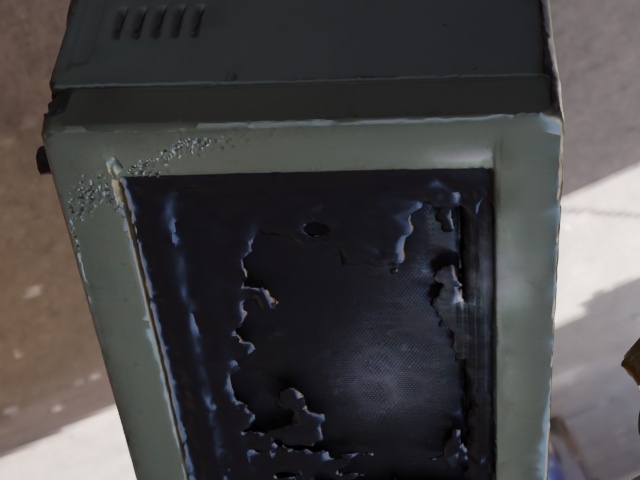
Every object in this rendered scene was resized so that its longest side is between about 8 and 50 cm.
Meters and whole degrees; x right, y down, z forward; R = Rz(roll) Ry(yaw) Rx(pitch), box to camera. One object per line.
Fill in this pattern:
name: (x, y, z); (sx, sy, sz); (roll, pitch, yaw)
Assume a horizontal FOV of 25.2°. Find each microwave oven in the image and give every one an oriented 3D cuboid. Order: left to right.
microwave oven: (0.000, 0.000, 0.712); (0.219, 0.286, 0.355); (-3, 134, 5)

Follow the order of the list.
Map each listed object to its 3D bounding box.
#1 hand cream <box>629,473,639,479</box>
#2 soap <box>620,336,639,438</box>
hand cream: (0.303, 0.207, 1.107); (0.093, 0.147, 0.306); (38, 117, -26)
soap: (0.327, 0.074, 0.844); (0.143, 0.259, 0.281); (16, 125, -26)
